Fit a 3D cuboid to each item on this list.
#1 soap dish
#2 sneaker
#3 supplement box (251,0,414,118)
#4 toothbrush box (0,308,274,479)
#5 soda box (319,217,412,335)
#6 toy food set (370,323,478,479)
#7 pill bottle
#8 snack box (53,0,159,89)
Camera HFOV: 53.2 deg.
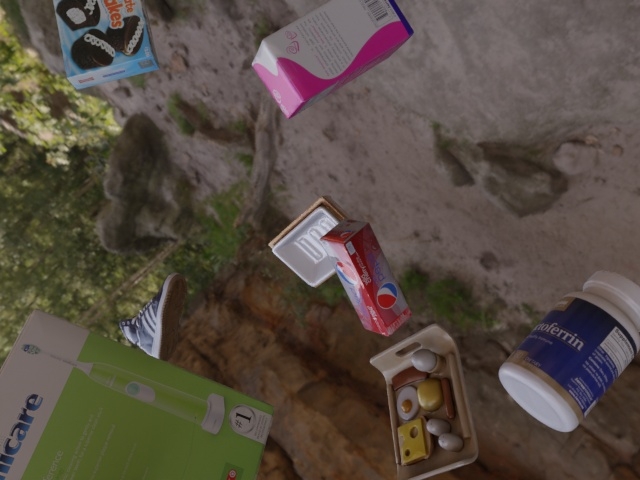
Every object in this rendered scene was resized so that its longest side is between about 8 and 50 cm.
[{"bbox_3d":[0.000,0.000,2.144,0.229,0.118,0.291,43,125,-11],"label":"soap dish"},{"bbox_3d":[-0.468,0.195,1.779,0.153,0.099,0.282,25,115,22],"label":"sneaker"},{"bbox_3d":[0.017,-0.303,1.011,0.111,0.220,0.114,57,164,-5],"label":"supplement box"},{"bbox_3d":[-0.219,0.230,0.673,0.283,0.206,0.122,28,147,-20],"label":"toothbrush box"},{"bbox_3d":[0.102,0.083,1.407,0.092,0.083,0.263,11,134,53],"label":"soda box"},{"bbox_3d":[0.203,0.357,1.369,0.092,0.306,0.220,25,135,-32],"label":"toy food set"},{"bbox_3d":[0.448,0.185,1.106,0.153,0.265,0.153,43,166,14],"label":"pill bottle"},{"bbox_3d":[-0.478,-0.502,1.397,0.060,0.187,0.321,82,173,-75],"label":"snack box"}]
